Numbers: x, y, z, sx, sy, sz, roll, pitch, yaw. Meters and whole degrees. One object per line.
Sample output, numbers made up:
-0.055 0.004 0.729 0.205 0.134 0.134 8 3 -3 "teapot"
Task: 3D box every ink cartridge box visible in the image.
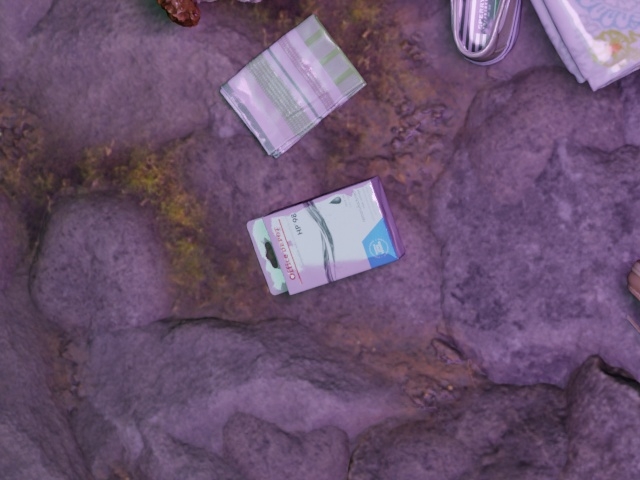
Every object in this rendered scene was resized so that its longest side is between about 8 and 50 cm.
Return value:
0.000 0.000 1.967 0.180 0.060 0.104 -19 94 13 "ink cartridge box"

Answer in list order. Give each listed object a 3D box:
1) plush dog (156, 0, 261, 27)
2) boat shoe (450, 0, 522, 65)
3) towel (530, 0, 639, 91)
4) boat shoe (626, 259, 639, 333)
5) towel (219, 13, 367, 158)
-0.099 -0.361 1.898 0.225 0.210 0.262 -4 69 26 "plush dog"
0.198 -0.352 1.859 0.109 0.094 0.302 1 98 11 "boat shoe"
0.349 -0.391 1.782 0.320 0.090 0.374 -28 92 -5 "towel"
0.444 0.146 1.876 0.089 0.104 0.285 -41 89 11 "boat shoe"
-0.035 -0.187 1.966 0.152 0.023 0.113 -38 90 14 "towel"
